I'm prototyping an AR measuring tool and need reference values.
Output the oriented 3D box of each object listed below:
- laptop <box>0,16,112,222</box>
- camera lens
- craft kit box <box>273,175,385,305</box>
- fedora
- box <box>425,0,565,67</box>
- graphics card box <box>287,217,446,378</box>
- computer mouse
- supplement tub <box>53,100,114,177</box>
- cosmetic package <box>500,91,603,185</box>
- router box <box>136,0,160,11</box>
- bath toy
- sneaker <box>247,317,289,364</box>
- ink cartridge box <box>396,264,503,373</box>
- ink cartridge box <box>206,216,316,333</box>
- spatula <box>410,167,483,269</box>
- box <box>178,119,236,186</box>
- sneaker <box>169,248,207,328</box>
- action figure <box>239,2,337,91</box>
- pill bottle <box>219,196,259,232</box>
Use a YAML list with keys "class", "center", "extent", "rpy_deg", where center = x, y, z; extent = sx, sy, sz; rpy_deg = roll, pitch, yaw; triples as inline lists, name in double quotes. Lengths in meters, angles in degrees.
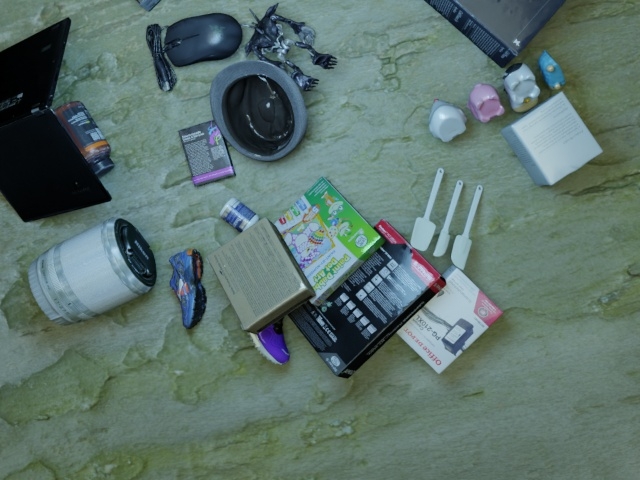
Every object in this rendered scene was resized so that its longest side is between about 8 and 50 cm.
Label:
- class: "laptop"
  center: [-0.730, -0.302, 1.745]
  extent: [0.382, 0.236, 0.407]
  rpy_deg: [-9, 66, 32]
- class: "camera lens"
  center: [-0.593, 0.081, 1.751]
  extent: [0.274, 0.219, 0.219]
  rpy_deg: [-25, 93, 6]
- class: "craft kit box"
  center: [0.000, 0.000, 1.740]
  extent: [0.250, 0.061, 0.246]
  rpy_deg: [-45, 68, 6]
- class: "fedora"
  center: [-0.150, -0.347, 1.714]
  extent: [0.244, 0.124, 0.275]
  rpy_deg: [-17, 115, 18]
- class: "box"
  center: [0.467, -0.670, 1.640]
  extent: [0.312, 0.179, 0.343]
  rpy_deg: [42, 96, 1]
- class: "graphics card box"
  center: [0.117, 0.153, 1.729]
  extent: [0.371, 0.094, 0.233]
  rpy_deg: [-45, 63, 5]
- class: "computer mouse"
  center: [-0.338, -0.516, 1.735]
  extent: [0.272, 0.072, 0.188]
  rpy_deg: [-13, 91, 16]
- class: "supplement tub"
  center: [-0.639, -0.268, 1.783]
  extent: [0.106, 0.106, 0.197]
  rpy_deg: [-31, 91, 6]
- class: "cosmetic package"
  center: [0.582, -0.253, 1.679]
  extent: [0.151, 0.151, 0.183]
  rpy_deg: [-33, 91, 6]
- class: "router box"
  center: [-0.438, -0.805, 1.738]
  extent: [0.309, 0.081, 0.243]
  rpy_deg: [-42, 91, 6]
- class: "bath toy"
  center: [0.437, -0.366, 1.695]
  extent: [0.348, 0.129, 0.151]
  rpy_deg: [-23, 135, 9]
- class: "sneaker"
  center: [-0.138, 0.191, 1.788]
  extent: [0.146, 0.102, 0.293]
  rpy_deg: [-30, 92, 5]
- class: "ink cartridge box"
  center: [0.334, 0.209, 1.758]
  extent: [0.172, 0.100, 0.237]
  rpy_deg: [44, 96, 0]
- class: "ink cartridge box"
  center: [-0.153, 0.091, 1.693]
  extent: [0.193, 0.088, 0.234]
  rpy_deg: [-34, 67, 6]
- class: "spatula"
  center: [0.334, -0.064, 1.720]
  extent: [0.168, 0.019, 0.242]
  rpy_deg: [23, 73, -10]
- class: "box"
  center: [-0.309, -0.239, 1.802]
  extent: [0.116, 0.029, 0.162]
  rpy_deg: [-15, 95, 4]
- class: "sneaker"
  center: [-0.369, 0.134, 1.820]
  extent: [0.087, 0.083, 0.221]
  rpy_deg: [-3, 89, 17]
- class: "action figure"
  center: [-0.090, -0.497, 1.717]
  extent: [0.275, 0.141, 0.164]
  rpy_deg: [46, 106, 26]
- class: "pill bottle"
  center: [-0.209, -0.057, 1.790]
  extent: [0.120, 0.067, 0.067]
  rpy_deg: [37, 96, 0]
